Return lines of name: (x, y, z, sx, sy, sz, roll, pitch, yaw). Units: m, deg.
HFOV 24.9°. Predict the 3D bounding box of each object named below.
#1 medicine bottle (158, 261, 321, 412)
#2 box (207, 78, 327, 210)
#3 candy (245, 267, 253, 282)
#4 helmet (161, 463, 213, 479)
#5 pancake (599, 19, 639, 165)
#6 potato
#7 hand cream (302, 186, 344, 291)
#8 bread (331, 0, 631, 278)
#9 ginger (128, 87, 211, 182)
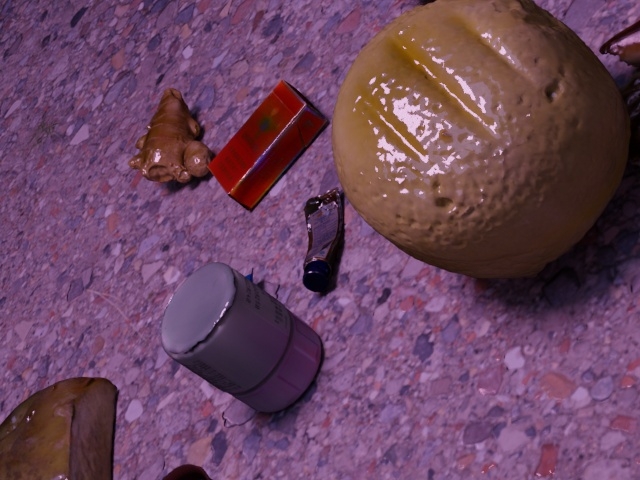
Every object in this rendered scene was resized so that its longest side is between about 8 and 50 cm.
medicine bottle: (-0.096, 0.121, 1.769, 0.135, 0.168, 0.135, -32, 38, 29)
box: (-0.078, -0.139, 2.097, 0.175, 0.048, 0.112, -48, 32, 7)
candy: (-0.130, 0.105, 1.945, 0.136, 0.038, 0.088, -46, 29, 26)
helmet: (-0.148, 0.354, 1.671, 0.175, 0.106, 0.155, -38, 34, 23)
pancake: (0.401, -0.197, 1.571, 0.257, 0.056, 0.212, -36, 36, 22)
potato: (-0.357, 0.331, 1.946, 0.269, 0.112, 0.255, -52, 34, 3)
hand cream: (0.000, 0.000, 1.893, 0.062, 0.039, 0.163, -32, 32, 30)
bread: (0.169, -0.116, 1.580, 0.320, 0.237, 0.321, -12, 70, 36)
ginger: (-0.238, -0.149, 2.268, 0.115, 0.081, 0.205, -41, 38, 13)
